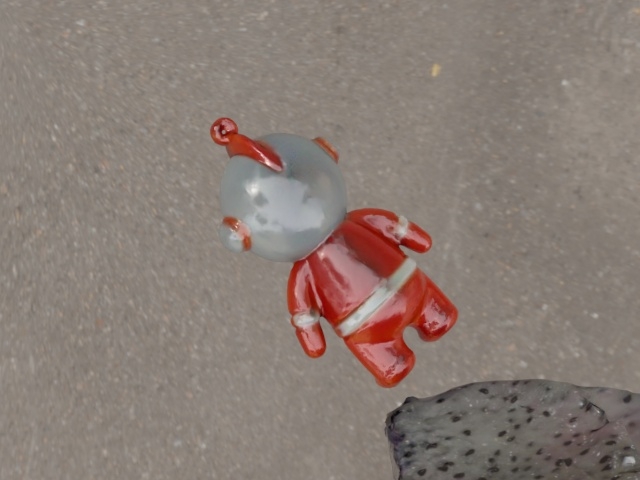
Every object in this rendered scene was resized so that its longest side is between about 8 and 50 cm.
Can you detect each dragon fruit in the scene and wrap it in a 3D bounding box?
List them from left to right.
[{"bbox_3d":[0.160,0.244,0.720,0.203,0.283,0.221,-6,112,1],"label":"dragon fruit"}]

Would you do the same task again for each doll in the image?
[{"bbox_3d":[0.000,0.000,0.833,0.245,0.076,0.142,46,66,-2],"label":"doll"}]
